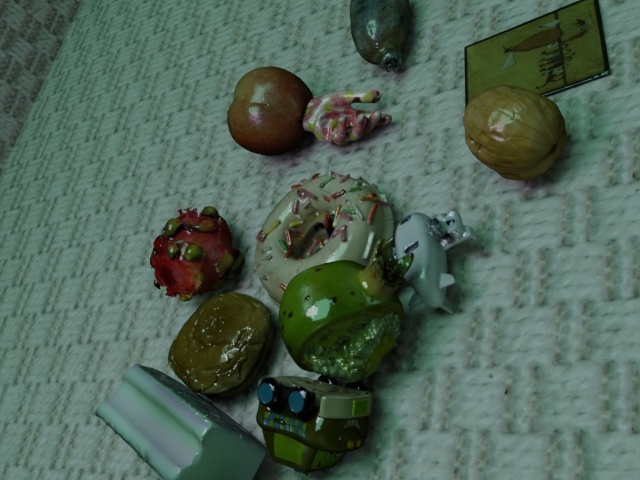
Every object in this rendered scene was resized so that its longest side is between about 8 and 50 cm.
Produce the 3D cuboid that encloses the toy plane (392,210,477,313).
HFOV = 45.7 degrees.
[{"bbox_3d":[0.224,0.042,1.610,0.244,0.117,0.245,-32,42,34],"label":"toy plane"}]

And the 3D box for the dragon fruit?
[{"bbox_3d":[-0.339,0.019,2.013,0.307,0.243,0.228,43,131,44],"label":"dragon fruit"}]

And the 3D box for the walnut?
[{"bbox_3d":[0.402,-0.230,1.589,0.195,0.195,0.222,-46,43,4],"label":"walnut"}]

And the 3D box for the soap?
[{"bbox_3d":[-0.311,0.416,1.677,0.446,0.261,0.156,19,74,48],"label":"soap"}]

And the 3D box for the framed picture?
[{"bbox_3d":[0.496,-0.426,1.787,0.338,0.014,0.255,-16,52,32],"label":"framed picture"}]

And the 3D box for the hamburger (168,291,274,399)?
[{"bbox_3d":[-0.239,0.245,1.837,0.285,0.134,0.266,20,77,44],"label":"hamburger"}]

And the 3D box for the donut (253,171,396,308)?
[{"bbox_3d":[0.000,0.000,1.806,0.382,0.142,0.383,-21,50,27],"label":"donut"}]

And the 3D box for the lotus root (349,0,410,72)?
[{"bbox_3d":[0.162,-0.603,2.091,0.175,0.175,0.350,-20,49,28],"label":"lotus root"}]

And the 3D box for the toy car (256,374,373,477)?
[{"bbox_3d":[-0.018,0.379,1.542,0.247,0.204,0.198,3,87,42],"label":"toy car"}]

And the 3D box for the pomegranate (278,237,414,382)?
[{"bbox_3d":[0.060,0.137,1.547,0.341,0.260,0.260,-53,40,19],"label":"pomegranate"}]

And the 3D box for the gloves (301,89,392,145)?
[{"bbox_3d":[0.076,-0.318,1.995,0.241,0.126,0.145,16,49,22],"label":"gloves"}]

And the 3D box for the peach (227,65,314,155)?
[{"bbox_3d":[-0.132,-0.356,2.110,0.252,0.252,0.252,-22,49,27],"label":"peach"}]
